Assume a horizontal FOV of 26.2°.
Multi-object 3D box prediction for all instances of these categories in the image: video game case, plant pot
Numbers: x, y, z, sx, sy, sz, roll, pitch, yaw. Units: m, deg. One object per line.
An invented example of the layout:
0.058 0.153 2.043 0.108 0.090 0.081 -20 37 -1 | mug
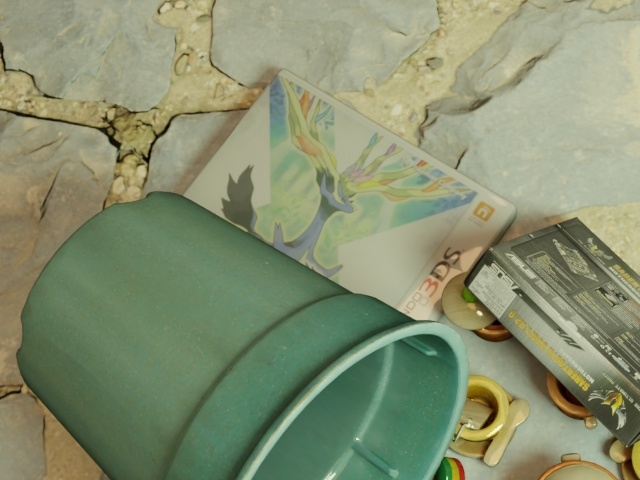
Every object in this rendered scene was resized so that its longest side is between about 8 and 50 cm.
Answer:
0.000 0.000 1.529 0.329 0.036 0.300 32 77 19 | video game case
-0.093 0.137 1.317 0.334 0.341 0.341 35 78 30 | plant pot

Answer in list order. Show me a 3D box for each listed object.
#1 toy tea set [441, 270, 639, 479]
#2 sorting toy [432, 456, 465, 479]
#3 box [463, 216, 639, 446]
0.227 0.170 1.378 0.200 0.124 0.336 -42 69 -9 | toy tea set
0.157 0.341 1.330 0.046 0.132 0.274 10 69 -28 | sorting toy
0.280 0.084 1.382 0.231 0.183 0.056 46 124 21 | box
